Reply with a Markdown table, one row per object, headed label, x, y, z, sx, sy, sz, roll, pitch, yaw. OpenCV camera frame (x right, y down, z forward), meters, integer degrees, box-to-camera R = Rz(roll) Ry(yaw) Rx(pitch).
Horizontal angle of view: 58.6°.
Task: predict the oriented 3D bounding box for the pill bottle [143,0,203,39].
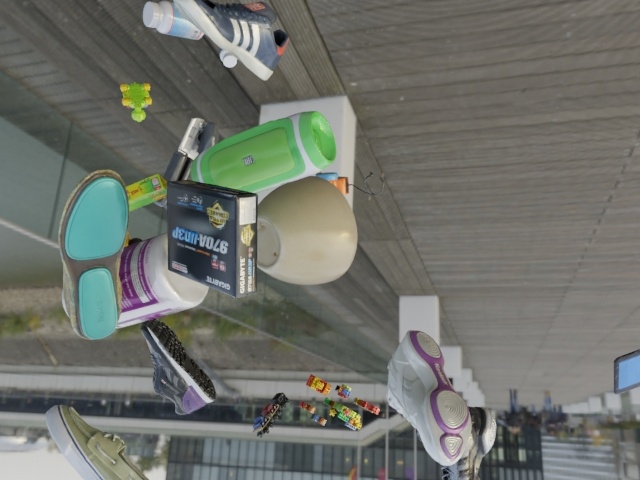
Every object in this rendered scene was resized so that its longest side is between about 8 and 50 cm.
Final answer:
| label | x | y | z | sx | sy | sz | roll | pitch | yaw |
| --- | --- | --- | --- | --- | --- | --- | --- | --- | --- |
| pill bottle | -0.410 | -0.621 | 1.604 | 0.160 | 0.087 | 0.087 | -6 | 172 | -43 |

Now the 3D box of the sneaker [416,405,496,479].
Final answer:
| label | x | y | z | sx | sy | sz | roll | pitch | yaw |
| --- | --- | --- | --- | --- | --- | --- | --- | --- | --- |
| sneaker | 0.268 | 0.470 | 1.210 | 0.153 | 0.269 | 0.101 | 24 | 164 | -16 |

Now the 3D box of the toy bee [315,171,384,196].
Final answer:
| label | x | y | z | sx | sy | sz | roll | pitch | yaw |
| --- | --- | --- | --- | --- | --- | --- | --- | --- | --- |
| toy bee | 0.028 | -0.159 | 1.808 | 0.298 | 0.196 | 0.162 | 17 | -170 | -6 |

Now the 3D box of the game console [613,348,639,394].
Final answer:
| label | x | y | z | sx | sy | sz | roll | pitch | yaw |
| --- | --- | --- | --- | --- | --- | --- | --- | --- | --- |
| game console | 0.589 | 0.243 | 1.009 | 0.107 | 0.071 | 0.122 | 26 | 152 | 43 |

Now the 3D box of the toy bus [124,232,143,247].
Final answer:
| label | x | y | z | sx | sy | sz | roll | pitch | yaw |
| --- | --- | --- | --- | --- | --- | --- | --- | --- | --- |
| toy bus | -0.652 | 0.023 | 1.878 | 0.190 | 0.202 | 0.104 | 32 | 144 | 15 |

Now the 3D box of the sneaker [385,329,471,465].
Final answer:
| label | x | y | z | sx | sy | sz | roll | pitch | yaw |
| --- | --- | --- | --- | --- | --- | --- | --- | --- | --- |
| sneaker | 0.214 | 0.337 | 1.181 | 0.114 | 0.305 | 0.152 | 22 | 121 | -21 |

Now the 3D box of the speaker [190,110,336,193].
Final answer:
| label | x | y | z | sx | sy | sz | roll | pitch | yaw |
| --- | --- | --- | --- | --- | --- | --- | --- | --- | --- |
| speaker | -0.121 | -0.169 | 1.186 | 0.296 | 0.131 | 0.131 | -16 | 156 | 25 |

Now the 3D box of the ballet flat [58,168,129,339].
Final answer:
| label | x | y | z | sx | sy | sz | roll | pitch | yaw |
| --- | --- | --- | --- | --- | --- | --- | --- | --- | --- |
| ballet flat | -0.424 | 0.019 | 1.050 | 0.123 | 0.349 | 0.123 | 9 | -154 | -4 |

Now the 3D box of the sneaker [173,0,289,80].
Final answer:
| label | x | y | z | sx | sy | sz | roll | pitch | yaw |
| --- | --- | --- | --- | --- | --- | --- | --- | --- | --- |
| sneaker | -0.194 | -0.516 | 1.338 | 0.148 | 0.131 | 0.350 | -51 | 157 | 11 |

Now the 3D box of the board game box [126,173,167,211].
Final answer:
| label | x | y | z | sx | sy | sz | roll | pitch | yaw |
| --- | --- | --- | --- | --- | --- | --- | --- | --- | --- |
| board game box | -0.502 | -0.117 | 1.537 | 0.181 | 0.043 | 0.092 | -23 | 175 | -3 |

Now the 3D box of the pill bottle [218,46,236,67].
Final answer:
| label | x | y | z | sx | sy | sz | roll | pitch | yaw |
| --- | --- | --- | --- | --- | --- | --- | --- | --- | --- |
| pill bottle | -0.336 | -0.687 | 2.078 | 0.067 | 0.120 | 0.067 | -9 | 144 | -7 |

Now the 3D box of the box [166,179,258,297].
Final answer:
| label | x | y | z | sx | sy | sz | roll | pitch | yaw |
| --- | --- | --- | --- | --- | --- | --- | --- | --- | --- |
| box | -0.197 | -0.010 | 1.020 | 0.051 | 0.175 | 0.220 | -10 | -162 | -44 |

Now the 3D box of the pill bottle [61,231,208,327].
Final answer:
| label | x | y | z | sx | sy | sz | roll | pitch | yaw |
| --- | --- | --- | --- | --- | --- | --- | --- | --- | --- |
| pill bottle | -0.406 | 0.095 | 1.237 | 0.301 | 0.170 | 0.169 | -17 | 155 | 23 |

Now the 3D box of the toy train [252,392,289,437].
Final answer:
| label | x | y | z | sx | sy | sz | roll | pitch | yaw |
| --- | --- | --- | --- | --- | --- | --- | --- | --- | --- |
| toy train | -0.103 | 0.359 | 1.187 | 0.027 | 0.036 | 0.158 | -33 | -178 | 19 |

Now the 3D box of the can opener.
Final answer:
| label | x | y | z | sx | sy | sz | roll | pitch | yaw |
| --- | --- | --- | --- | --- | --- | --- | --- | --- | --- |
| can opener | -0.380 | -0.218 | 1.640 | 0.095 | 0.284 | 0.076 | 19 | 174 | 33 |

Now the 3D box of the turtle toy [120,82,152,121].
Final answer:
| label | x | y | z | sx | sy | sz | roll | pitch | yaw |
| --- | --- | --- | --- | --- | --- | --- | --- | --- | --- |
| turtle toy | -0.606 | -0.459 | 1.883 | 0.095 | 0.130 | 0.066 | -7 | 170 | -19 |

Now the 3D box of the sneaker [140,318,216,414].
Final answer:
| label | x | y | z | sx | sy | sz | roll | pitch | yaw |
| --- | --- | --- | --- | --- | --- | --- | --- | --- | --- |
| sneaker | -0.400 | 0.338 | 1.480 | 0.124 | 0.283 | 0.107 | -32 | -166 | 4 |

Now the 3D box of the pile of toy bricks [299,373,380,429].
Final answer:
| label | x | y | z | sx | sy | sz | roll | pitch | yaw |
| --- | --- | --- | --- | --- | --- | --- | --- | --- | --- |
| pile of toy bricks | 0.056 | 0.438 | 1.485 | 0.212 | 0.118 | 0.105 | 32 | 164 | -20 |

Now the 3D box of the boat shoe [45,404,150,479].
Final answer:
| label | x | y | z | sx | sy | sz | roll | pitch | yaw |
| --- | --- | --- | --- | --- | --- | --- | --- | --- | --- |
| boat shoe | -0.440 | 0.445 | 1.163 | 0.302 | 0.094 | 0.109 | 47 | 162 | 10 |

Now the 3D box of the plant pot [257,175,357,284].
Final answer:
| label | x | y | z | sx | sy | sz | roll | pitch | yaw |
| --- | --- | --- | --- | --- | --- | --- | --- | --- | --- |
| plant pot | -0.078 | -0.011 | 1.429 | 0.284 | 0.284 | 0.190 | -15 | 180 | 44 |
